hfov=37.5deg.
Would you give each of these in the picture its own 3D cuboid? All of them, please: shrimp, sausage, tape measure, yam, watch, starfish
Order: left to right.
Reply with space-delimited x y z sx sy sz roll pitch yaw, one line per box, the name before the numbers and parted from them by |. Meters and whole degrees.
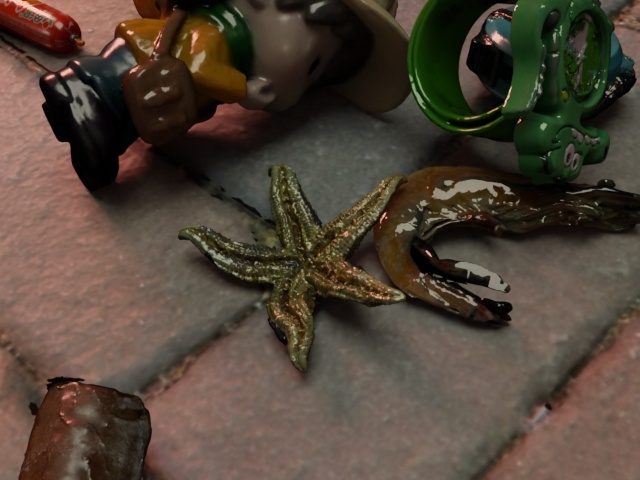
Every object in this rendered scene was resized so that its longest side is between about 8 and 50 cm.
sausage | -0.299 -0.228 0.978 0.145 0.048 0.050 28 16 25
yam | -0.150 0.158 0.576 0.079 0.079 0.141 1 48 5
starfish | 0.000 0.000 0.728 0.176 0.053 0.208 -35 51 -9
watch | 0.141 -0.130 0.751 0.152 0.165 0.131 11 8 40
shrimp | 0.151 -0.003 0.732 0.219 0.046 0.152 0 46 4
tape measure | 0.210 -0.162 0.859 0.125 0.081 0.146 -26 51 -34

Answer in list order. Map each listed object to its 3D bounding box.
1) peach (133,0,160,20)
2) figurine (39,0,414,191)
peach | -0.150 -0.249 0.978 0.098 0.061 0.098 15 40 -13
figurine | -0.084 -0.183 0.829 0.332 0.185 0.204 -15 82 -17
